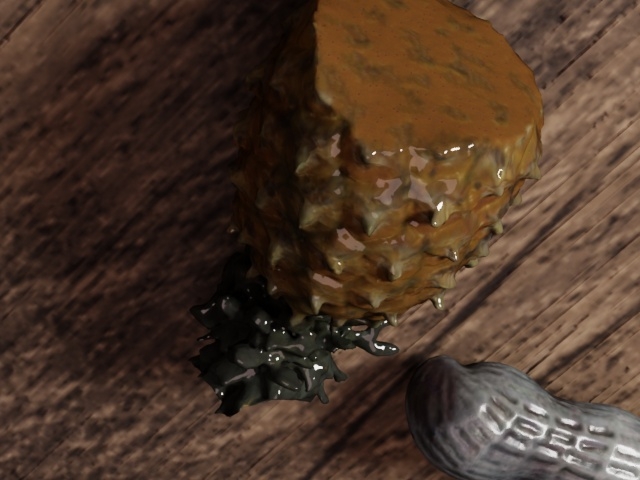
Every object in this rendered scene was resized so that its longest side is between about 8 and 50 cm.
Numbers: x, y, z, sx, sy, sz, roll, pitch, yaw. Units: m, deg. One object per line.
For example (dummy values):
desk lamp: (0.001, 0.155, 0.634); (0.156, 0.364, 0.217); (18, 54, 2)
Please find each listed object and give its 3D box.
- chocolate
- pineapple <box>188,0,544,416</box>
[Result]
chocolate: (0.125, 0.116, 1.076); (0.167, 0.072, 0.072); (20, 121, -15)
pineapple: (0.000, 0.000, 0.969); (0.157, 0.158, 0.279); (21, 132, -13)
